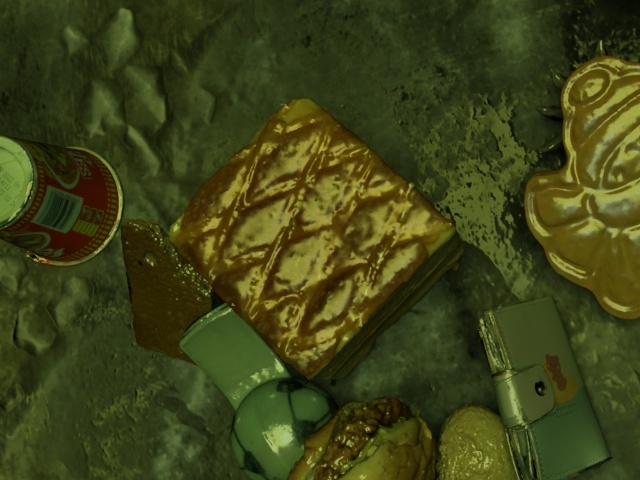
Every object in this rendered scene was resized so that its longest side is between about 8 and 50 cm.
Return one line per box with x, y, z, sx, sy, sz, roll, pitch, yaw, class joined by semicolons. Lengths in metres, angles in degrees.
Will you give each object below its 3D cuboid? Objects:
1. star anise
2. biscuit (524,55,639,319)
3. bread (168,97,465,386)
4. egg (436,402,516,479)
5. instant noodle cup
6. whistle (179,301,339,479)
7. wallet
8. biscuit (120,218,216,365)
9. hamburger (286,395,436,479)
0.372;-0.159;1.235;0.180;0.061;0.204;-12;82;18;star anise
0.419;-0.059;1.171;0.351;0.057;0.312;38;104;6;biscuit
0.000;0.000;1.231;0.279;0.207;0.279;-44;74;6;bread
0.200;0.276;1.199;0.118;0.116;0.140;-5;78;-10;egg
-0.410;-0.063;1.332;0.193;0.212;0.193;-2;83;14;instant noodle cup
-0.064;0.228;1.231;0.163;0.163;0.290;-39;107;6;whistle
0.271;0.188;1.182;0.069;0.170;0.231;-26;77;45;wallet
-0.201;0.074;1.286;0.131;0.026;0.237;14;130;14;biscuit
0.048;0.333;1.143;0.144;0.259;0.283;15;107;34;hamburger
